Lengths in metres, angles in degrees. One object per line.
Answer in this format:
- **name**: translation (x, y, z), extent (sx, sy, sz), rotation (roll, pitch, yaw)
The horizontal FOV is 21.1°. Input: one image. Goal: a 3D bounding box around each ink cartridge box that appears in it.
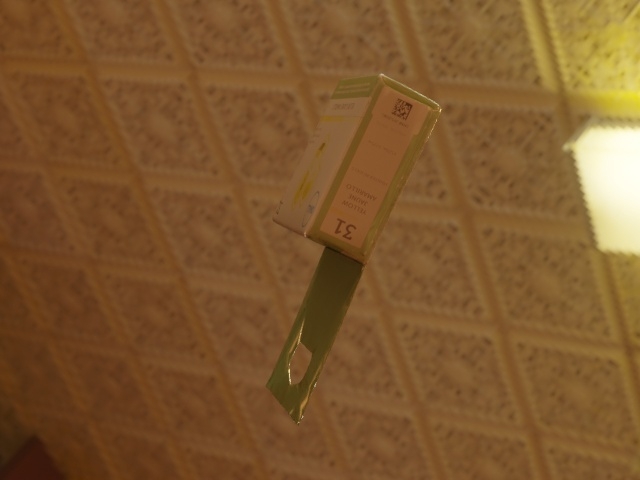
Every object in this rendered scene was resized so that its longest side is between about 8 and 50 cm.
- **ink cartridge box**: translation (0.000, 0.000, 1.216), extent (0.056, 0.235, 0.171), rotation (26, 0, -10)
